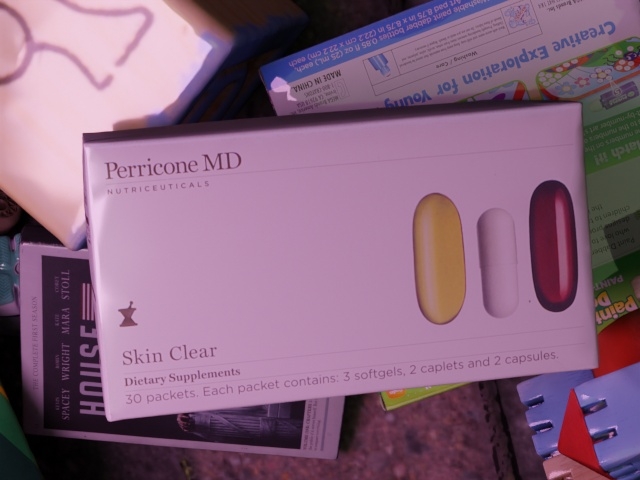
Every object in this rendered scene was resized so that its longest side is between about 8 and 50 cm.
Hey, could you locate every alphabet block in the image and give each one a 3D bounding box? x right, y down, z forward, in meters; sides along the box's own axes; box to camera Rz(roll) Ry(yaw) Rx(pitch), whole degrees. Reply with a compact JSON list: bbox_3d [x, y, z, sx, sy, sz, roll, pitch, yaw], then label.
[{"bbox_3d":[-0.156,-0.138,1.070,0.197,0.193,0.192,42,108,3],"label":"alphabet block"}]

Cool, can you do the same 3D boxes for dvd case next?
[{"bbox_3d":[-0.097,0.076,1.130,0.239,0.029,0.179,4,125,-3],"label":"dvd case"}]

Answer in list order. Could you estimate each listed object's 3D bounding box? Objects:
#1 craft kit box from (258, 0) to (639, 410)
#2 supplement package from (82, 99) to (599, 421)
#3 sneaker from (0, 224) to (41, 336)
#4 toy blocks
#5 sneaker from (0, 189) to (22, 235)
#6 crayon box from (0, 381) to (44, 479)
[{"bbox_3d":[0.118,-0.043,1.029,0.250,0.061,0.246,-19,91,9],"label":"craft kit box"},{"bbox_3d":[0.000,0.000,0.889,0.262,0.204,0.145,-6,96,-8],"label":"supplement package"},{"bbox_3d":[-0.198,0.031,1.195,0.224,0.098,0.083,-3,70,-4],"label":"sneaker"},{"bbox_3d":[0.248,0.106,0.947,0.261,0.381,0.190,-23,62,15],"label":"toy blocks"},{"bbox_3d":[-0.318,-0.036,1.214,0.188,0.066,0.071,24,127,11],"label":"sneaker"},{"bbox_3d":[-0.373,0.178,1.182,0.363,0.106,0.313,-17,100,40],"label":"crayon box"}]
